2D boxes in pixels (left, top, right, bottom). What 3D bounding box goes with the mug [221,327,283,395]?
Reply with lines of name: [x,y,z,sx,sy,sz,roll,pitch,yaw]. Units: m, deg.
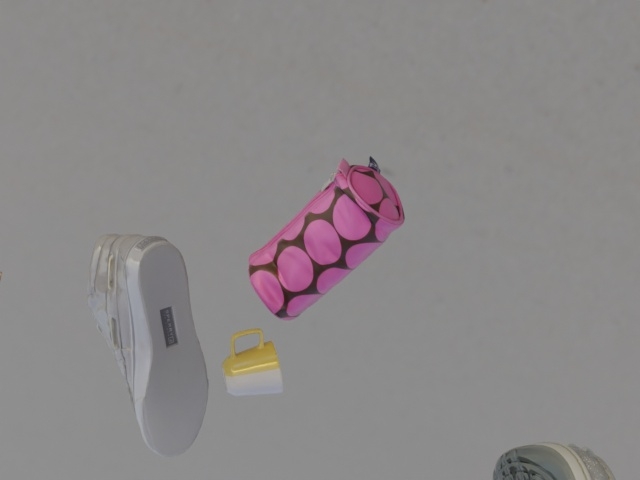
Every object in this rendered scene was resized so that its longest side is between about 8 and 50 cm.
mug: [-0.083,0.146,2.061,0.064,0.078,0.062,-12,169,-8]

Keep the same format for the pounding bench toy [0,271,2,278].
pounding bench toy: [-0.411,0.051,2.018,0.083,0.052,0.065,11,174,-5]

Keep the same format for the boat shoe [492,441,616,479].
boat shoe: [0.199,0.231,1.400,0.103,0.118,0.320,-14,154,-7]

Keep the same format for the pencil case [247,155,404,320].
pencil case: [0.000,0.000,2.012,0.098,0.095,0.209,35,122,-18]

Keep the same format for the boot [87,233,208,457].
boot: [-0.205,0.116,2.048,0.123,0.095,0.258,10,106,52]
